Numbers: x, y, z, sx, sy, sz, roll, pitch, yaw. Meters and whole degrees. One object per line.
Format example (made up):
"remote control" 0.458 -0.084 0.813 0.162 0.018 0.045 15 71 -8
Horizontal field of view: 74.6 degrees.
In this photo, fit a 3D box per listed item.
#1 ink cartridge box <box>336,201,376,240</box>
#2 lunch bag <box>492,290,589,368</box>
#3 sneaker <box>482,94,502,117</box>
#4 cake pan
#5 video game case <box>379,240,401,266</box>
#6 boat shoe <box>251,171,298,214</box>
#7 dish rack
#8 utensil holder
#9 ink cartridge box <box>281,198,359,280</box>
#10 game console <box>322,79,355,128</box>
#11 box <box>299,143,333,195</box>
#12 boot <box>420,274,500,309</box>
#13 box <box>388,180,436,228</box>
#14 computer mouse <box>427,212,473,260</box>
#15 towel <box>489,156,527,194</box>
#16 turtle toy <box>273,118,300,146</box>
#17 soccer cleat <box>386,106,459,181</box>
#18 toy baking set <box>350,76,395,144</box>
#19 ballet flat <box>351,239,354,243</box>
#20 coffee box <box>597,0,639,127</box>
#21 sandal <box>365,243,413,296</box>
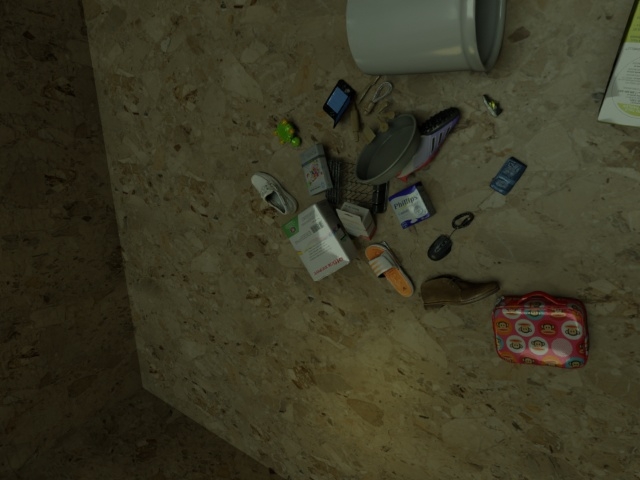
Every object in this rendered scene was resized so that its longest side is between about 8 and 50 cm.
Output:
"ink cartridge box" 0.145 -0.085 1.680 0.115 0.067 0.198 20 162 27
"lunch bag" 0.749 0.296 1.446 0.293 0.120 0.258 -3 105 36
"sneaker" 0.556 -0.440 1.359 0.035 0.031 0.083 -33 92 25
"cake pan" 0.239 -0.316 1.493 0.054 0.293 0.293 34 133 -26
"video game case" 0.272 0.074 1.760 0.087 0.011 0.122 -37 85 39
"boat shoe" -0.230 -0.219 1.940 0.277 0.096 0.098 39 126 17
"dish rack" 0.138 -0.224 1.704 0.271 0.074 0.208 16 114 31
"utensil holder" 0.313 -0.664 1.253 0.385 0.327 0.328 9 113 33
"ink cartridge box" 0.000 0.000 1.762 0.201 0.117 0.278 -32 89 30
"game console" 0.065 -0.529 1.625 0.124 0.085 0.144 46 126 11
"box" -0.020 -0.292 1.759 0.145 0.038 0.186 -13 91 58
"boot" 0.513 0.182 1.582 0.305 0.112 0.115 -18 86 40
"box" 0.346 -0.133 1.591 0.126 0.072 0.137 -27 91 38
"computer mouse" 0.480 -0.010 1.566 0.071 0.041 0.242 41 125 16
"towel" 0.623 -0.213 1.396 0.067 0.029 0.119 37 124 17
"turtle toy" -0.137 -0.457 1.804 0.095 0.066 0.130 -38 85 38
"soccer cleat" 0.375 -0.336 1.490 0.116 0.109 0.318 39 123 -18
"toy baking set" 0.191 -0.489 1.569 0.196 0.030 0.256 -15 80 40
"ballet flat" 0.050 -0.031 1.844 0.231 0.077 0.077 33 102 17
"coffee box" 0.870 -0.418 0.951 0.338 0.337 0.335 19 118 27
"sandal" 0.278 0.128 1.719 0.265 0.076 0.102 49 127 9
